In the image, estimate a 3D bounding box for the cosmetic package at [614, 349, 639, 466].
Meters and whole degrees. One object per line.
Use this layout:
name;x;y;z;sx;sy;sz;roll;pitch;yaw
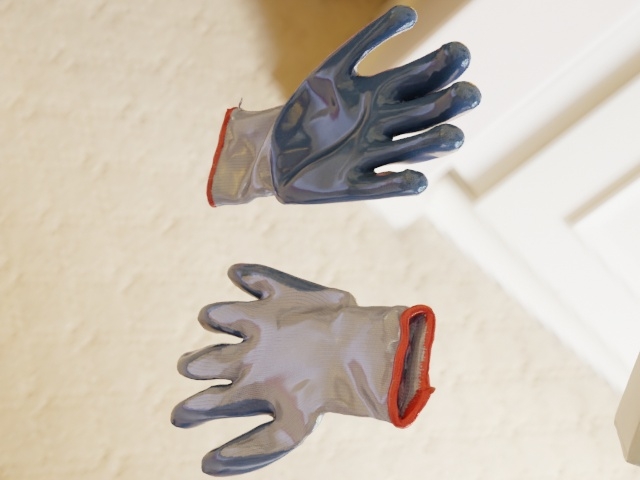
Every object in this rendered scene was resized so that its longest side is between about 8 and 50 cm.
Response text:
cosmetic package;0.293;0.072;1.195;0.151;0.183;0.151;19;6;5

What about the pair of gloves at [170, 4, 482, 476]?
pair of gloves;0.000;0.000;0.755;0.023;0.159;0.198;25;69;-37
